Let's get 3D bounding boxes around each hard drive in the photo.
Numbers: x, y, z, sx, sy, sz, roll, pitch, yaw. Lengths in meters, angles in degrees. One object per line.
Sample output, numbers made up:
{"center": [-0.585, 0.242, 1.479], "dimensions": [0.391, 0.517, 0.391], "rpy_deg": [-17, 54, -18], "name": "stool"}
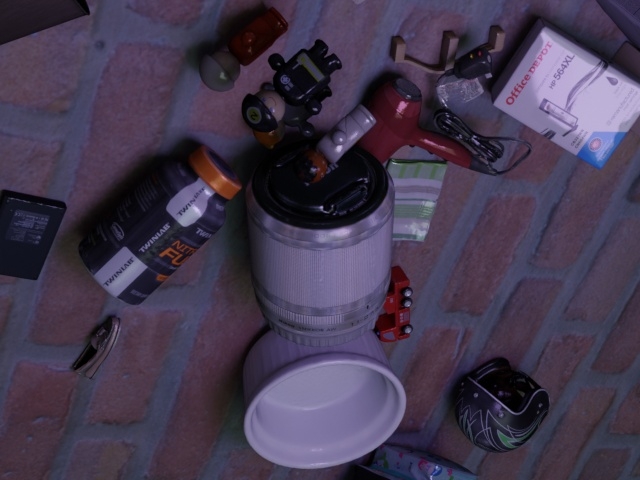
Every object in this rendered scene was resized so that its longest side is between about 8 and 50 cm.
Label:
{"center": [-0.441, -0.005, 1.803], "dimensions": [0.094, 0.022, 0.135], "rpy_deg": [12, 119, -31], "name": "hard drive"}

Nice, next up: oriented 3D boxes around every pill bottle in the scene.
{"center": [-0.230, -0.029, 1.809], "dimensions": [0.246, 0.130, 0.130], "rpy_deg": [-43, 130, 11], "name": "pill bottle"}

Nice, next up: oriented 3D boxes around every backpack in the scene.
{"center": [0.196, 0.501, 2.336], "dimensions": [0.253, 0.225, 0.191], "rpy_deg": [32, 77, -37], "name": "backpack"}

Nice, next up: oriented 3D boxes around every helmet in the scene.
{"center": [0.332, 0.317, 2.301], "dimensions": [0.162, 0.169, 0.169], "rpy_deg": [-29, 133, -24], "name": "helmet"}

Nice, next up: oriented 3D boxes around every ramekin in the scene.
{"center": [-0.003, 0.252, 2.094], "dimensions": [0.277, 0.135, 0.277], "rpy_deg": [-8, 134, -8], "name": "ramekin"}

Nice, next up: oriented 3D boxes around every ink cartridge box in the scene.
{"center": [0.387, -0.229, 1.907], "dimensions": [0.203, 0.086, 0.148], "rpy_deg": [29, 111, -6], "name": "ink cartridge box"}

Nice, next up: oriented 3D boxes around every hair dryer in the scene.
{"center": [0.161, -0.153, 1.884], "dimensions": [0.294, 0.080, 0.223], "rpy_deg": [-17, 119, 16], "name": "hair dryer"}

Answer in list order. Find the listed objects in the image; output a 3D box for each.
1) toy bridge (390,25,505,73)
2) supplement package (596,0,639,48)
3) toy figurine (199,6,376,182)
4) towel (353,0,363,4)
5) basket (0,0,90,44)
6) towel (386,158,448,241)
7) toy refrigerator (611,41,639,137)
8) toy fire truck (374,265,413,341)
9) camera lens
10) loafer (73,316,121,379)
{"center": [0.196, -0.287, 1.875], "dimensions": [0.188, 0.026, 0.063], "rpy_deg": [-9, 130, -18], "name": "toy bridge"}
{"center": [0.535, -0.360, 1.855], "dimensions": [0.149, 0.203, 0.194], "rpy_deg": [-45, 130, 11], "name": "supplement package"}
{"center": [-0.048, -0.195, 1.714], "dimensions": [0.148, 0.213, 0.209], "rpy_deg": [-42, 136, -6], "name": "toy figurine"}
{"center": [0.048, -0.470, 1.659], "dimensions": [0.187, 0.049, 0.282], "rpy_deg": [-36, 130, 3], "name": "towel"}
{"center": [-0.431, -0.311, 1.499], "dimensions": [0.227, 0.154, 0.204], "rpy_deg": [-27, 135, 1], "name": "basket"}
{"center": [0.144, -0.064, 2.021], "dimensions": [0.113, 0.023, 0.152], "rpy_deg": [-1, 125, -25], "name": "towel"}
{"center": [0.551, -0.199, 1.939], "dimensions": [0.094, 0.269, 0.102], "rpy_deg": [19, 114, -35], "name": "toy refrigerator"}
{"center": [0.088, 0.105, 2.107], "dimensions": [0.135, 0.047, 0.192], "rpy_deg": [-14, 130, -13], "name": "toy fire truck"}
{"center": [0.000, 0.000, 1.865], "dimensions": [0.219, 0.219, 0.274], "rpy_deg": [-14, 136, -14], "name": "camera lens"}
{"center": [-0.357, 0.172, 1.963], "dimensions": [0.039, 0.045, 0.125], "rpy_deg": [16, 120, -25], "name": "loafer"}
